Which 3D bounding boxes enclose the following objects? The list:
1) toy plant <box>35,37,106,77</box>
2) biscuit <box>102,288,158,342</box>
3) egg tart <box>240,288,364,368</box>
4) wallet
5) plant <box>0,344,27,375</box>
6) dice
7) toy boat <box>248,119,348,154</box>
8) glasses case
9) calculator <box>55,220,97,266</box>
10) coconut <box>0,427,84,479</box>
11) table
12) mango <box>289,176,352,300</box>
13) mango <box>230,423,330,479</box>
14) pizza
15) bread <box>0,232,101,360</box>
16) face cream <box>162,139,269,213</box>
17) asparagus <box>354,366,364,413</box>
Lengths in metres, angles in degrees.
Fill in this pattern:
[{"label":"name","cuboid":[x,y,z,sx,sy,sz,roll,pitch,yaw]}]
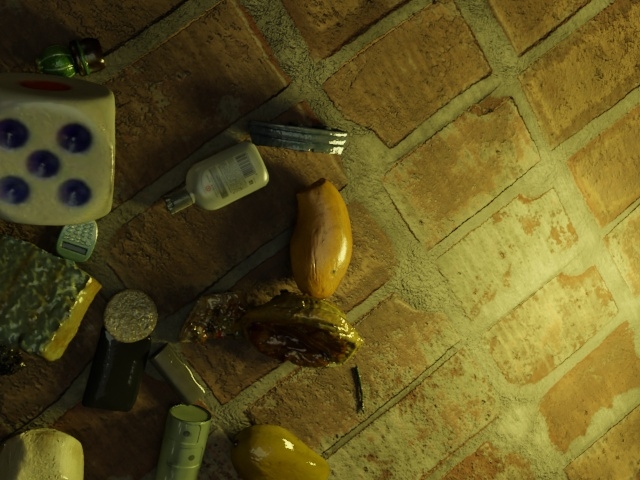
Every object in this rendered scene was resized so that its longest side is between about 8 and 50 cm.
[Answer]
[{"label":"toy plant","cuboid":[-0.625,-0.450,1.647,0.162,0.093,0.093,-16,105,-14]},{"label":"biscuit","cuboid":[-0.525,0.208,1.824,0.152,0.020,0.152,5,79,-27]},{"label":"egg tart","cuboid":[-0.048,0.239,1.883,0.351,0.339,0.153,4,57,3]},{"label":"wallet","cuboid":[-0.566,0.359,1.847,0.149,0.044,0.250,16,95,-24]},{"label":"plant","cuboid":[-0.844,0.282,1.727,0.085,0.087,0.174,-44,119,-38]},{"label":"dice","cuboid":[-0.649,-0.219,1.559,0.304,0.277,0.304,0,114,-20]},{"label":"toy boat","cuboid":[-0.065,-0.294,1.841,0.283,0.127,0.078,2,106,-20]},{"label":"glasses case","cuboid":[-0.413,0.389,1.905,0.072,0.042,0.190,-39,109,-17]},{"label":"calculator","cuboid":[-0.652,0.003,1.762,0.095,0.021,0.153,21,93,-20]},{"label":"coconut","cuboid":[-0.747,0.612,1.733,0.245,0.247,0.245,-13,137,-12]},{"label":"table","cuboid":[-0.397,0.598,1.903,0.126,0.126,0.220,12,98,-20]},{"label":"mango","cuboid":[0.004,-0.002,1.911,0.187,0.144,0.359,5,96,-22]},{"label":"mango","cuboid":[-0.132,0.676,1.997,0.195,0.142,0.331,-47,113,0]},{"label":"pizza","cuboid":[-0.302,0.225,1.895,0.226,0.069,0.147,-6,104,-17]},{"label":"bread","cuboid":[-0.764,0.127,1.623,0.395,0.264,0.239,24,73,-2]},{"label":"face cream","cuboid":[-0.292,-0.158,1.822,0.291,0.071,0.144,-29,107,-12]},{"label":"asparagus","cuboid":[0.128,0.479,2.111,0.016,0.016,0.163,-20,108,-41]}]
